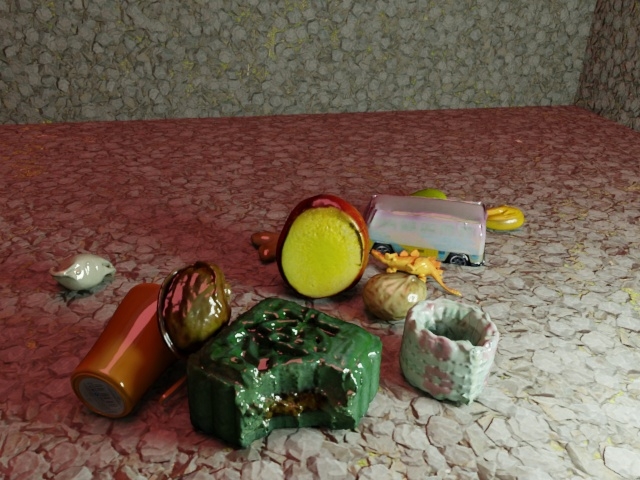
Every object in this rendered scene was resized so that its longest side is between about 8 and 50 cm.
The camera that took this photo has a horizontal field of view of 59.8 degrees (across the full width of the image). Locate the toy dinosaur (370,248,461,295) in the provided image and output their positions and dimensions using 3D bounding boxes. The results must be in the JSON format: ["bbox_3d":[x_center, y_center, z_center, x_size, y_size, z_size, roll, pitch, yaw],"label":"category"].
[{"bbox_3d":[0.275,0.073,1.558,0.288,0.070,0.117,21,33,25],"label":"toy dinosaur"}]

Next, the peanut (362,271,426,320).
[{"bbox_3d":[0.182,0.137,1.385,0.159,0.109,0.140,0,14,27],"label":"peanut"}]

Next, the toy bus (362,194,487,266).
[{"bbox_3d":[0.307,-0.043,1.679,0.386,0.162,0.171,6,29,12],"label":"toy bus"}]

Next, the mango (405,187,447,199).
[{"bbox_3d":[0.361,-0.123,1.928,0.163,0.089,0.117,-21,40,-14],"label":"mango"}]

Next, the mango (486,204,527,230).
[{"bbox_3d":[0.590,-0.072,1.850,0.188,0.066,0.101,1,35,12],"label":"mango"}]

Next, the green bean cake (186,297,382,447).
[{"bbox_3d":[-0.064,0.259,1.075,0.308,0.169,0.300,16,30,24],"label":"green bean cake"}]

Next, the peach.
[{"bbox_3d":[0.000,0.000,1.466,0.249,0.274,0.245,-6,31,-25],"label":"peach"}]

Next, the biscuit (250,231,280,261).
[{"bbox_3d":[-0.098,0.006,1.695,0.208,0.047,0.164,-8,29,-17],"label":"biscuit"}]

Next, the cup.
[{"bbox_3d":[-0.357,0.231,1.143,0.226,0.182,0.264,25,37,2],"label":"cup"}]

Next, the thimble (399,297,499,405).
[{"bbox_3d":[0.270,0.229,1.164,0.185,0.149,0.211,-7,29,-19],"label":"thimble"}]

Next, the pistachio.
[{"bbox_3d":[-0.247,0.136,1.107,0.130,0.165,0.210,-27,38,48],"label":"pistachio"}]

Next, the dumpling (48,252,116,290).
[{"bbox_3d":[-0.650,0.082,1.479,0.134,0.099,0.169,-1,21,30],"label":"dumpling"}]
